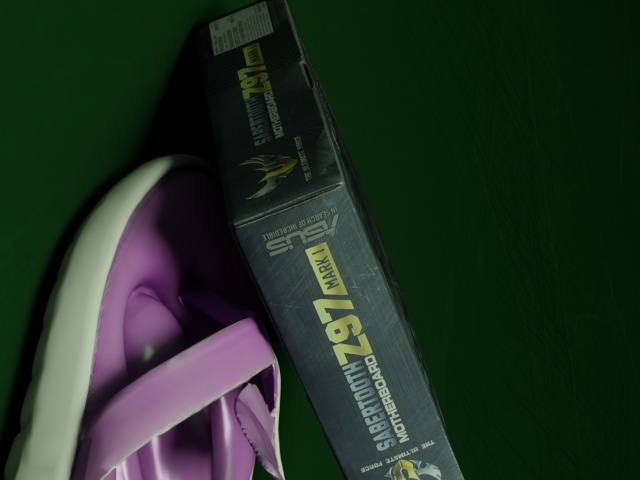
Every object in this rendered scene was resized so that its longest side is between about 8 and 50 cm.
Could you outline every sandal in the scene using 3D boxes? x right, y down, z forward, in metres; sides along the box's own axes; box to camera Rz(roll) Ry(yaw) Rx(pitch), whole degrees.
[{"bbox_3d":[-0.058,0.123,0.631,0.416,0.102,0.169,-77,151,-46],"label":"sandal"}]

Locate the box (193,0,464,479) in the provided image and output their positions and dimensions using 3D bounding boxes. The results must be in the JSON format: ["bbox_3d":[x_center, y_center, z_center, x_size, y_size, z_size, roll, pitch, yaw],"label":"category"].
[{"bbox_3d":[0.000,0.000,0.777,0.233,0.059,0.183,-105,172,-58],"label":"box"}]
